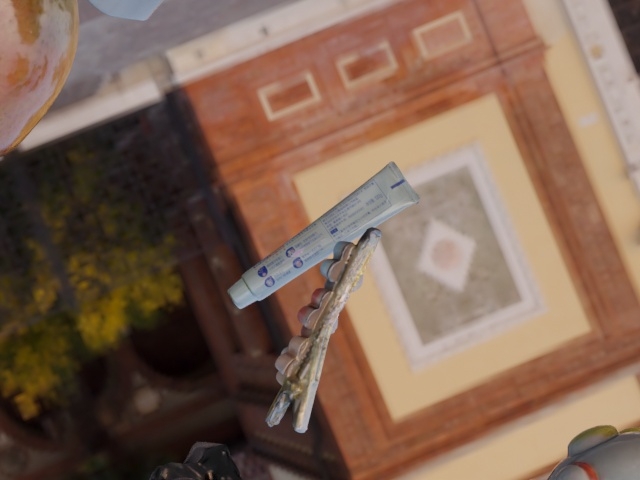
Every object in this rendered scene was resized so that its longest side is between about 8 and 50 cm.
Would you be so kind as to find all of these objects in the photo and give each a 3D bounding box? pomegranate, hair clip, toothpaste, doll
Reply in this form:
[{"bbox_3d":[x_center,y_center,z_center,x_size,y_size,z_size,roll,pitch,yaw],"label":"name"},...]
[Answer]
[{"bbox_3d":[-0.376,-0.218,1.380,0.319,0.319,0.319,-22,-177,1],"label":"pomegranate"},{"bbox_3d":[-0.002,0.082,1.446,0.056,0.214,0.062,17,173,32],"label":"hair clip"},{"bbox_3d":[0.000,0.000,1.540,0.218,0.052,0.033,-35,169,3],"label":"toothpaste"},{"bbox_3d":[0.213,0.225,1.275,0.200,0.105,0.336,11,152,-37],"label":"doll"}]

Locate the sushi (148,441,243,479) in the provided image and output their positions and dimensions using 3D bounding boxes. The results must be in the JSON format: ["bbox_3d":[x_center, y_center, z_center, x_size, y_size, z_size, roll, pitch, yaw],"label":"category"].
[{"bbox_3d":[-0.097,0.206,0.810,0.150,0.153,0.172,-16,180,-21],"label":"sushi"}]

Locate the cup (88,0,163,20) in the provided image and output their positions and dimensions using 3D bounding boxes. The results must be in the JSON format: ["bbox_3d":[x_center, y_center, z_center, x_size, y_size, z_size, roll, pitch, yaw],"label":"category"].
[{"bbox_3d":[-0.159,-0.275,1.276,0.129,0.128,0.095,-45,162,22],"label":"cup"}]
